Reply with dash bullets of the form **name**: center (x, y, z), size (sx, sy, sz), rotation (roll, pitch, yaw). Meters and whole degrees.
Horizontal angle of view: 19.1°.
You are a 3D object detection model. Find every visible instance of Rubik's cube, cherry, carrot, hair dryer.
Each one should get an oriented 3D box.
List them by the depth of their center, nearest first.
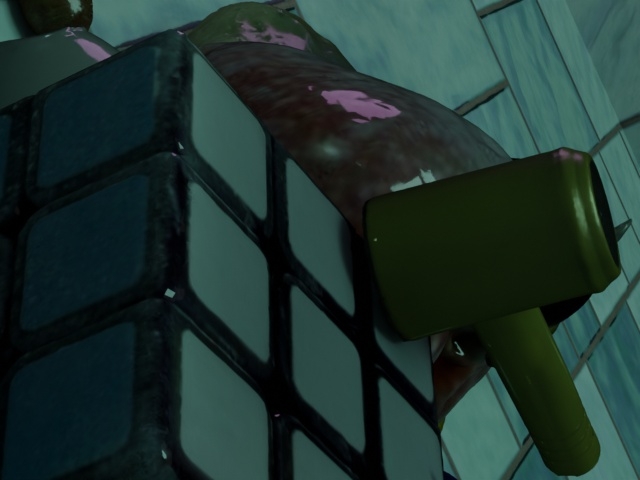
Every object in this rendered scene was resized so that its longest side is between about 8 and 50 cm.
- **Rubik's cube**: center (-0.124, 0.122, 1.066), size (0.304, 0.305, 0.301), rotation (50, 26, -41)
- **hair dryer**: center (0.134, 0.057, 1.178), size (0.279, 0.135, 0.090), rotation (60, 20, -46)
- **cherry**: center (0.006, 0.004, 1.453), size (0.326, 0.291, 0.335), rotation (35, 1, -40)
- **carrot**: center (-0.225, -0.241, 1.517), size (0.060, 0.060, 0.186), rotation (19, 50, -62)

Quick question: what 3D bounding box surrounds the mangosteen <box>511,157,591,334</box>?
- **mangosteen**: center (0.205, 0.030, 2.090), size (0.211, 0.211, 0.250), rotation (-88, 177, -47)

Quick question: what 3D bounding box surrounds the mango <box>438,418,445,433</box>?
- **mango**: center (0.026, 0.141, 1.630), size (0.167, 0.130, 0.262), rotation (47, 33, -25)

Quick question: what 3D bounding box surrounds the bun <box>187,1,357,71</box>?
- **bun**: center (-0.022, -0.093, 1.700), size (0.273, 0.168, 0.273), rotation (46, 25, -29)

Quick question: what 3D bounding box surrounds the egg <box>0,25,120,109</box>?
- **egg**: center (-0.167, -0.023, 1.270), size (0.176, 0.176, 0.232), rotation (-14, 84, -68)

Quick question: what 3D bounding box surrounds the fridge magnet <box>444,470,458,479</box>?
- **fridge magnet**: center (0.150, 0.333, 1.741), size (0.265, 0.112, 0.265), rotation (53, 24, -36)
